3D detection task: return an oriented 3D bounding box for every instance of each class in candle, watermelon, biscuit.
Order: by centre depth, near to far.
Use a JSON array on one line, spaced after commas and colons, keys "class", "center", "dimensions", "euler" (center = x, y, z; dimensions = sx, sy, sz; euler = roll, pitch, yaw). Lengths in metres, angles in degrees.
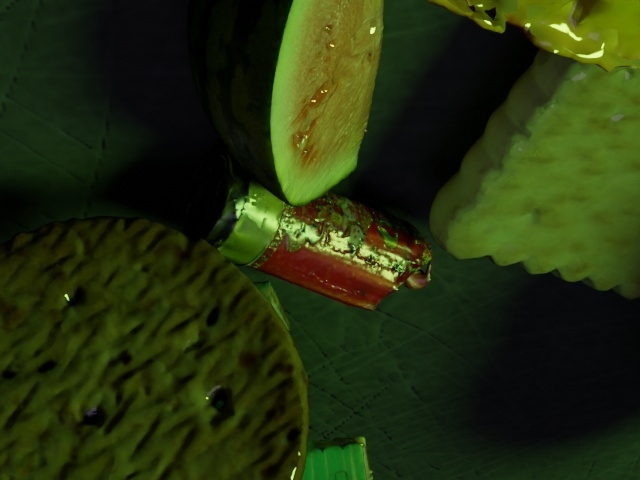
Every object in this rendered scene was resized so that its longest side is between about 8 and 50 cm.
[{"class": "watermelon", "center": [-0.024, -0.078, 0.550], "dimensions": [0.069, 0.087, 0.163], "euler": [25, 140, 20]}, {"class": "biscuit", "center": [-0.097, 0.079, 0.564], "dimensions": [0.188, 0.188, 0.027], "euler": [-8, 160, 1]}, {"class": "biscuit", "center": [0.230, -0.037, 0.624], "dimensions": [0.325, 0.044, 0.217], "euler": [13, 137, -24]}, {"class": "candle", "center": [0.000, 0.000, 0.631], "dimensions": [0.131, 0.052, 0.052], "euler": [21, 131, -28]}]

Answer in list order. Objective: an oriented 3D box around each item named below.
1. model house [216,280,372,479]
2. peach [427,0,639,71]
[{"class": "model house", "center": [-0.064, 0.119, 0.655], "dimensions": [0.178, 0.271, 0.206], "euler": [-7, 106, 7]}, {"class": "peach", "center": [0.151, -0.182, 0.314], "dimensions": [0.380, 0.242, 0.306], "euler": [1, 161, -29]}]
